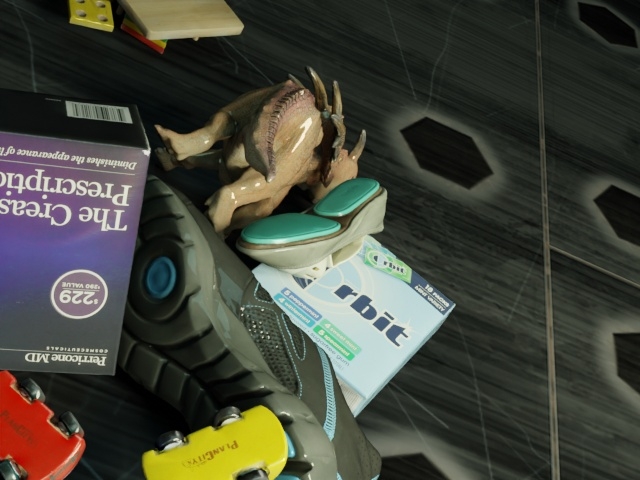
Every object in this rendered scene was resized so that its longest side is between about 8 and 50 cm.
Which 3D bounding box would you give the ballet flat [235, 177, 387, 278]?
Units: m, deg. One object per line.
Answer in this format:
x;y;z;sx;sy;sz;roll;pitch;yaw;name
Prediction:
0.000;0.000;0.959;0.072;0.068;0.213;12;23;29;ballet flat

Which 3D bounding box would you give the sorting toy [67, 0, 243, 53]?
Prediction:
-0.187;-0.267;1.216;0.275;0.046;0.132;-14;56;-42;sorting toy

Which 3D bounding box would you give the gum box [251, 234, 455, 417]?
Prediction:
0.021;0.063;0.996;0.157;0.041;0.184;39;38;12;gum box

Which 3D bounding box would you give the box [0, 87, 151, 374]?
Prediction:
-0.266;-0.012;0.743;0.261;0.184;0.103;5;25;-18;box

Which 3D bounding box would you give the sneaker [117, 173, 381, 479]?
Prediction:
-0.078;0.089;0.871;0.140;0.125;0.340;12;40;-54;sneaker

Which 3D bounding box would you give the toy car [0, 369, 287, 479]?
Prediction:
-0.151;0.204;0.701;0.239;0.053;0.224;6;54;8;toy car

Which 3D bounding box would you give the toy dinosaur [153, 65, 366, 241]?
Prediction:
-0.039;-0.094;0.982;0.200;0.296;0.127;-30;88;-9;toy dinosaur
